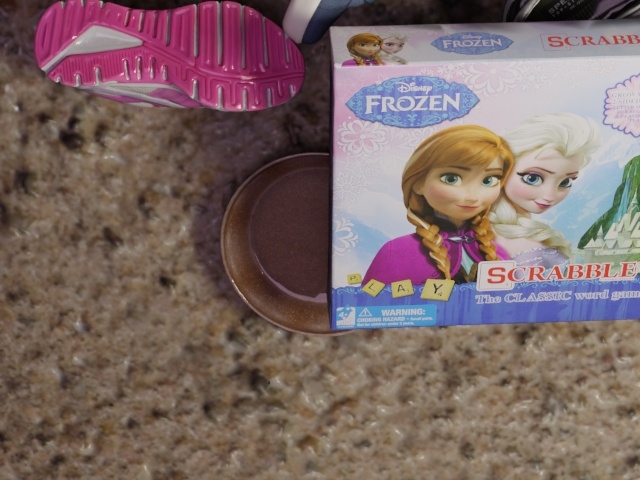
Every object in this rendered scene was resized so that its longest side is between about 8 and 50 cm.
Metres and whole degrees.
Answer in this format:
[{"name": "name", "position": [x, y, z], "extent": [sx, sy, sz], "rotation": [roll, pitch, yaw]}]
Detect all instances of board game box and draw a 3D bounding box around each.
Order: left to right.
[{"name": "board game box", "position": [0.165, -0.055, 1.562], "extent": [0.318, 0.066, 0.318], "rotation": [-3, 131, -2]}]

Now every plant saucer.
[{"name": "plant saucer", "position": [0.000, 0.000, 1.694], "extent": [0.198, 0.036, 0.199], "rotation": [2, 112, 6]}]

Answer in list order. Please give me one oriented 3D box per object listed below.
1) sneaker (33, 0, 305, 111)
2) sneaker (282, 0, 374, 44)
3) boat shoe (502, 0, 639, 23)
[{"name": "sneaker", "position": [-0.139, -0.176, 1.605], "extent": [0.252, 0.111, 0.103], "rotation": [9, 88, -1]}, {"name": "sneaker", "position": [0.119, -0.277, 1.517], "extent": [0.148, 0.131, 0.350], "rotation": [44, 110, -7]}, {"name": "boat shoe", "position": [0.306, -0.266, 1.507], "extent": [0.121, 0.119, 0.335], "rotation": [43, 110, -11]}]
